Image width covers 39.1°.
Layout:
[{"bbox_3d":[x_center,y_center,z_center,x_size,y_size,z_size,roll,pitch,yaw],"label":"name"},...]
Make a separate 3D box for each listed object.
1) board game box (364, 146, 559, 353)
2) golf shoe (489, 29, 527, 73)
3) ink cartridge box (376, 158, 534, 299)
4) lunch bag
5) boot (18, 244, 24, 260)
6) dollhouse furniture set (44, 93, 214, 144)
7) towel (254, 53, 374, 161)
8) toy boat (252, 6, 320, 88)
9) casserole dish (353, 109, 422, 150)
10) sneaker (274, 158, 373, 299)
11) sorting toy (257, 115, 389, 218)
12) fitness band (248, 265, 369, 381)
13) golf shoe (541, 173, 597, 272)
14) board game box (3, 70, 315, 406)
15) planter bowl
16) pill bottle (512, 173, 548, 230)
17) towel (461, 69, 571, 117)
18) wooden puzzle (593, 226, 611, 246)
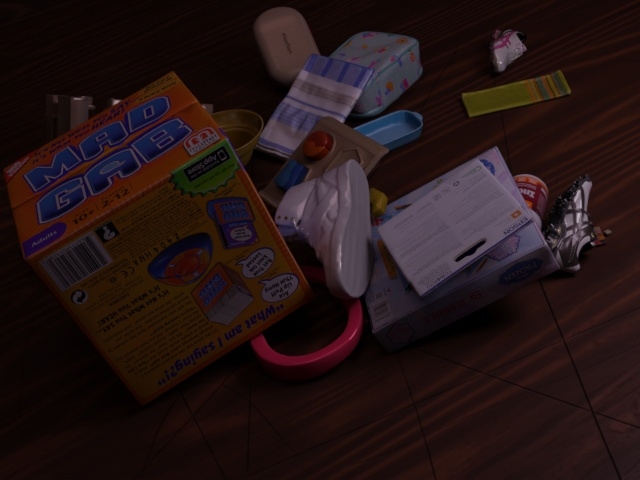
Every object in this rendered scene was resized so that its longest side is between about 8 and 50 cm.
[{"bbox_3d":[0.219,0.009,1.584,0.318,0.066,0.319,-28,34,14],"label":"board game box"},{"bbox_3d":[0.459,-0.469,2.212,0.086,0.067,0.186,1,39,20],"label":"golf shoe"},{"bbox_3d":[0.224,-0.013,1.501,0.223,0.045,0.224,-35,34,6],"label":"ink cartridge box"},{"bbox_3d":[0.108,-0.414,2.238,0.224,0.108,0.279,13,44,37],"label":"lunch bag"},{"bbox_3d":[-0.624,-0.014,2.019,0.137,0.077,0.198,6,28,35],"label":"boot"},{"bbox_3d":[-0.502,-0.283,2.355,0.355,0.174,0.303,-3,11,-34],"label":"dollhouse furniture set"},{"bbox_3d":[-0.021,-0.304,2.100,0.209,0.034,0.285,25,80,41],"label":"towel"},{"bbox_3d":[-0.091,-0.504,2.414,0.151,0.151,0.231,-20,78,-6],"label":"toy boat"},{"bbox_3d":[0.146,-0.238,2.046,0.188,0.037,0.114,-23,36,-11],"label":"casserole dish"},{"bbox_3d":[0.000,0.000,1.627,0.169,0.108,0.293,-20,45,26],"label":"sneaker"},{"bbox_3d":[0.024,-0.119,1.763,0.229,0.041,0.307,-49,44,-5],"label":"sorting toy"},{"bbox_3d":[-0.034,0.136,1.602,0.209,0.054,0.291,-23,35,-6],"label":"fitness band"},{"bbox_3d":[0.449,-0.026,1.599,0.094,0.077,0.198,33,67,-1],"label":"golf shoe"},{"bbox_3d":[-0.286,-0.013,1.581,0.356,0.356,0.356,-32,35,-6],"label":"board game box"},{"bbox_3d":[-0.228,-0.213,2.108,0.217,0.090,0.217,-10,35,7],"label":"planter bowl"},{"bbox_3d":[0.368,-0.048,1.661,0.086,0.086,0.152,1,39,22],"label":"pill bottle"},{"bbox_3d":[0.449,-0.337,2.078,0.237,0.021,0.102,-12,35,5],"label":"towel"},{"bbox_3d":[0.484,-0.004,1.626,0.083,0.006,0.049,-12,35,6],"label":"wooden puzzle"}]
